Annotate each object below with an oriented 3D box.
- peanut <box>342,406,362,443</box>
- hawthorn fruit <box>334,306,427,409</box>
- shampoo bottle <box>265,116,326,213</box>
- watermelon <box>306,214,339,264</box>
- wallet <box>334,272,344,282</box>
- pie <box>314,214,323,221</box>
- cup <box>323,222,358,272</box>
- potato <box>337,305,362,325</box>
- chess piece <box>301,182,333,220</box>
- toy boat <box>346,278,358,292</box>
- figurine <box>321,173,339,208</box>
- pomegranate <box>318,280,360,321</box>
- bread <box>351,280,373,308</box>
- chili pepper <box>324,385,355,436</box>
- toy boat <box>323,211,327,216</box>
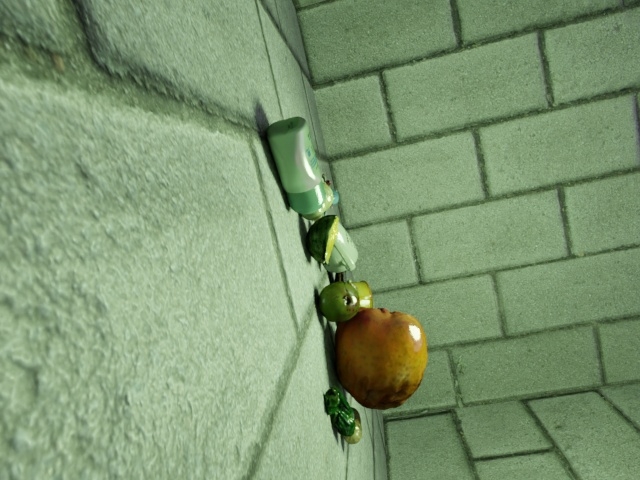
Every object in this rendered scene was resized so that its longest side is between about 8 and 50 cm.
[{"bbox_3d":[0.128,0.777,1.736,0.093,0.083,0.194,41,11,-9],"label":"peanut"},{"bbox_3d":[0.270,0.517,1.832,0.472,0.473,0.470,-11,90,-82],"label":"hawthorn fruit"},{"bbox_3d":[-0.078,-0.254,1.489,0.221,0.152,0.349,-100,174,-56],"label":"shampoo bottle"},{"bbox_3d":[0.002,-0.006,1.760,0.204,0.128,0.231,85,22,-69],"label":"watermelon"},{"bbox_3d":[0.111,0.212,2.326,0.221,0.072,0.261,-72,167,-67],"label":"wallet"},{"bbox_3d":[-0.028,-0.197,2.120,0.218,0.052,0.184,-69,148,-72],"label":"pie"},{"bbox_3d":[0.077,0.033,1.957,0.258,0.187,0.234,47,-12,47],"label":"cup"},{"bbox_3d":[0.154,0.409,2.229,0.144,0.169,0.248,33,-22,31],"label":"potato"},{"bbox_3d":[-0.030,-0.164,1.822,0.251,0.145,0.144,-64,143,-66],"label":"chess piece"},{"bbox_3d":[0.170,0.300,2.289,0.071,0.089,0.184,36,-43,37],"label":"toy boat"},{"bbox_3d":[0.039,-0.304,2.581,0.260,0.103,0.205,56,20,-45],"label":"figurine"},{"bbox_3d":[0.062,0.272,1.771,0.179,0.211,0.179,31,44,-37],"label":"pomegranate"},{"bbox_3d":[0.219,0.372,2.453,0.270,0.148,0.269,-177,-90,-71],"label":"bread"},{"bbox_3d":[0.075,0.645,1.558,0.099,0.084,0.253,-76,152,-51],"label":"chili pepper"},{"bbox_3d":[0.002,-0.196,2.453,0.122,0.034,0.096,46,33,-60],"label":"toy boat"}]
